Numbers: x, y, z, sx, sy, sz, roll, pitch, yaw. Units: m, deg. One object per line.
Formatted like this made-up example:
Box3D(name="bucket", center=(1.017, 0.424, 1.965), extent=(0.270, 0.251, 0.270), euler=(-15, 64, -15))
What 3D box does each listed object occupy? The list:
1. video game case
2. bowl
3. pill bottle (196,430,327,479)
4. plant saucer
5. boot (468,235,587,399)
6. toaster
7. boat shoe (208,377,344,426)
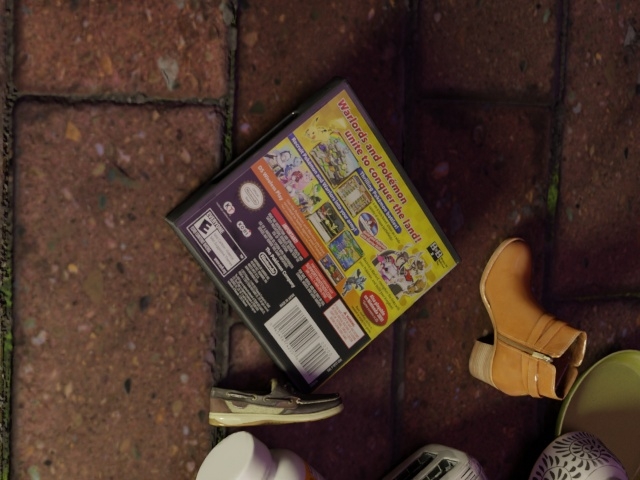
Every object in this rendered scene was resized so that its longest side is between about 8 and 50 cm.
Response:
Box3D(name="video game case", center=(0.000, 0.000, 1.440), extent=(0.248, 0.035, 0.275), euler=(-41, 117, -11))
Box3D(name="bowl", center=(0.355, 0.341, 1.686), extent=(0.170, 0.080, 0.170), euler=(-5, 99, -35))
Box3D(name="pill bottle", center=(-0.036, 0.304, 1.426), extent=(0.208, 0.117, 0.118), euler=(45, 71, -26))
Box3D(name="plant saucer", center=(0.401, 0.267, 1.782), extent=(0.241, 0.037, 0.241), euler=(-5, 99, -35))
Box3D(name="boot", center=(0.267, 0.097, 1.594), extent=(0.073, 0.152, 0.197), euler=(10, 90, -35))
Box3D(name="toaster", center=(0.139, 0.349, 1.553), extent=(0.227, 0.129, 0.146), euler=(-36, 112, -24))
Box3D(name="boat shoe", center=(-0.048, 0.177, 1.425), extent=(0.152, 0.056, 0.049), euler=(-4, 91, -15))
